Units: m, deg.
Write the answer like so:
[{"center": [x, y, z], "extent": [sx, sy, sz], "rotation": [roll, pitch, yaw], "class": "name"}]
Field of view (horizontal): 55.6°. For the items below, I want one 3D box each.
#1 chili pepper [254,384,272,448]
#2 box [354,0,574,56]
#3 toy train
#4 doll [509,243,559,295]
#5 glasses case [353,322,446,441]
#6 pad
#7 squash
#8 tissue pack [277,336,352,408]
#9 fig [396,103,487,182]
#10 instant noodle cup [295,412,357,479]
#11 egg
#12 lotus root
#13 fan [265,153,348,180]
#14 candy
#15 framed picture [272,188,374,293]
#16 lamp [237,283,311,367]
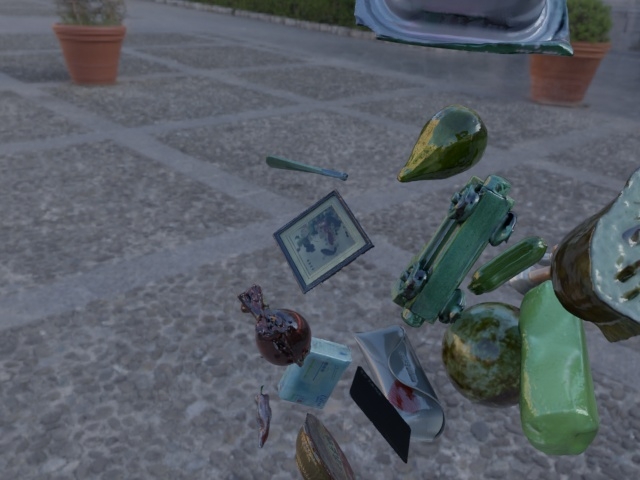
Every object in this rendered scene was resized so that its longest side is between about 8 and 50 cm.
[{"center": [-0.142, 0.443, 1.528], "extent": [0.041, 0.050, 0.153], "rotation": [-9, 66, 3], "class": "chili pepper"}, {"center": [0.186, -0.395, 0.732], "extent": [0.264, 0.337, 0.106], "rotation": [6, -18, 0], "class": "box"}, {"center": [0.291, 0.018, 1.328], "extent": [0.150, 0.369, 0.237], "rotation": [32, 12, 0], "class": "toy train"}, {"center": [0.737, 0.095, 1.679], "extent": [0.423, 0.348, 0.161], "rotation": [-10, 57, 32], "class": "doll"}, {"center": [0.181, 0.312, 1.412], "extent": [0.128, 0.083, 0.308], "rotation": [4, 42, -27], "class": "glasses case"}, {"center": [0.106, 0.296, 1.047], "extent": [0.003, 0.157, 0.112], "rotation": [-37, 5, 19], "class": "pad"}, {"center": [0.459, 0.063, 1.501], "extent": [0.219, 0.068, 0.077], "rotation": [-36, 14, 10], "class": "squash"}, {"center": [-0.023, 0.457, 2.078], "extent": [0.177, 0.263, 0.089], "rotation": [17, 34, -14], "class": "tissue pack"}, {"center": [0.312, -0.219, 1.490], "extent": [0.167, 0.233, 0.167], "rotation": [24, 25, -12], "class": "fig"}, {"center": [0.002, 0.616, 1.662], "extent": [0.090, 0.274, 0.274], "rotation": [-35, 27, 2], "class": "instant noodle cup"}, {"center": [0.405, 0.267, 1.398], "extent": [0.238, 0.238, 0.289], "rotation": [21, -10, 36], "class": "egg"}, {"center": [0.468, 0.015, 0.969], "extent": [0.149, 0.267, 0.260], "rotation": [32, -10, 11], "class": "lotus root"}, {"center": [-0.032, -0.156, 1.314], "extent": [0.193, 0.038, 0.016], "rotation": [14, 62, 19], "class": "fan"}, {"center": [0.443, 0.233, 1.143], "extent": [0.132, 0.142, 0.343], "rotation": [-23, 31, 33], "class": "candy"}, {"center": [0.000, 0.000, 1.416], "extent": [0.199, 0.010, 0.195], "rotation": [-35, 55, 7], "class": "framed picture"}, {"center": [-0.110, 0.232, 1.615], "extent": [0.151, 0.223, 0.215], "rotation": [-27, 44, -17], "class": "lamp"}]
